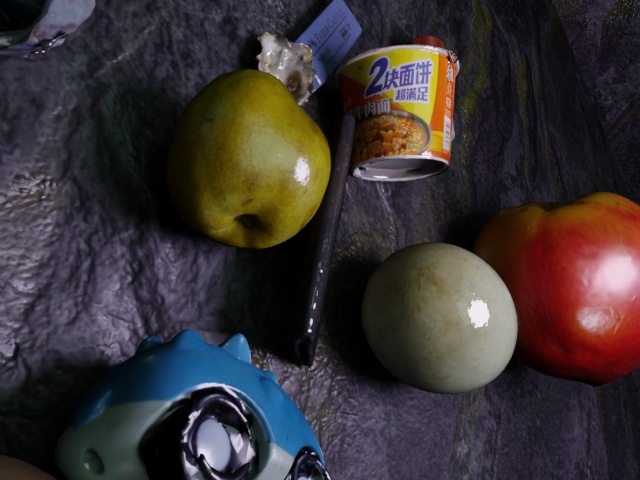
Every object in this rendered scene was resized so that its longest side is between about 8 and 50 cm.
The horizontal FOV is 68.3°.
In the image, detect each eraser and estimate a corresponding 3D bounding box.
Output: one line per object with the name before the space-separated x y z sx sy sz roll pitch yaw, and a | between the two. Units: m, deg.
eraser | 0.003 -0.342 0.822 0.082 0.036 0.225 49 49 -24

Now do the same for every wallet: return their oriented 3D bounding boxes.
wallet | 0.000 0.000 0.647 0.044 0.170 0.321 11 65 1

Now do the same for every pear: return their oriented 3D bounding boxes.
pear | -0.083 -0.086 0.552 0.200 0.200 0.200 16 67 -40

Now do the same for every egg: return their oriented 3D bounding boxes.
egg | 0.189 0.128 0.730 0.295 0.218 0.218 42 50 -44

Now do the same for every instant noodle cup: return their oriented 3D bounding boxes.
instant noodle cup | 0.131 -0.199 0.794 0.213 0.213 0.174 4 82 -43

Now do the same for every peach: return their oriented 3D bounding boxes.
peach | 0.486 0.096 0.928 0.388 0.388 0.388 16 67 -40

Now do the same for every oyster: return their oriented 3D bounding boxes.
oyster | -0.061 -0.241 0.718 0.103 0.051 0.148 17 64 -20

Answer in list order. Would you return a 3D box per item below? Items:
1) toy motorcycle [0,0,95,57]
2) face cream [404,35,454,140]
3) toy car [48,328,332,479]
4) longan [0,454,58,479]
toy motorcycle | -0.340 -0.283 0.368 0.319 0.182 0.241 29 59 -36
face cream | 0.219 -0.305 0.976 0.096 0.096 0.214 15 67 -40
toy car | -0.106 0.191 0.449 0.255 0.188 0.190 48 26 -28
longan | -0.239 0.251 0.254 0.258 0.258 0.258 16 67 -40
